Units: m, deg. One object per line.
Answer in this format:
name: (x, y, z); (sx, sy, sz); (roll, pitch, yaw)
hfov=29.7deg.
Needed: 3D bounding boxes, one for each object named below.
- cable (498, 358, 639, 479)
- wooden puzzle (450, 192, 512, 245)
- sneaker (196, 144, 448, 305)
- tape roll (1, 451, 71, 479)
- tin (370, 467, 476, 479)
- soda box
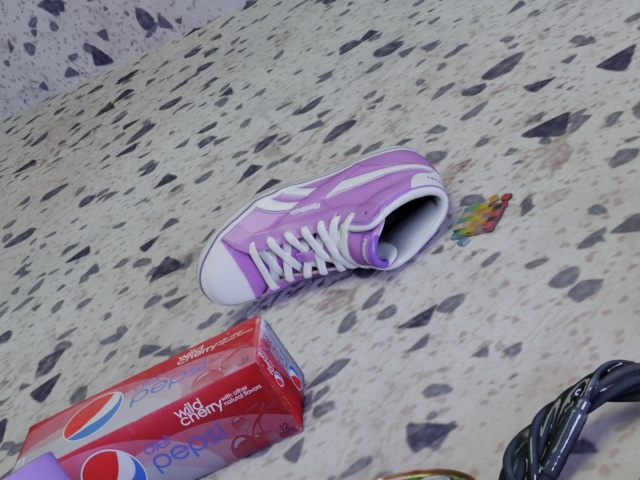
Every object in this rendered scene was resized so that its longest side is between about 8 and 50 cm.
cable: (0.180, 0.147, 0.773); (0.151, 0.047, 0.184); (-21, 26, 37)
wooden puzzle: (0.158, -0.022, 1.199); (0.049, 0.006, 0.083); (-14, 28, 38)
sneaker: (0.000, -0.001, 1.246); (0.282, 0.102, 0.161); (-31, 25, 3)
tape roll: (-0.298, 0.277, 0.922); (0.275, 0.090, 0.275); (-36, -2, -2)
tin: (0.030, 0.200, 0.777); (0.106, 0.040, 0.190); (0, 16, 42)
soda box: (-0.146, 0.171, 1.092); (0.263, 0.083, 0.092); (-27, 22, 13)
